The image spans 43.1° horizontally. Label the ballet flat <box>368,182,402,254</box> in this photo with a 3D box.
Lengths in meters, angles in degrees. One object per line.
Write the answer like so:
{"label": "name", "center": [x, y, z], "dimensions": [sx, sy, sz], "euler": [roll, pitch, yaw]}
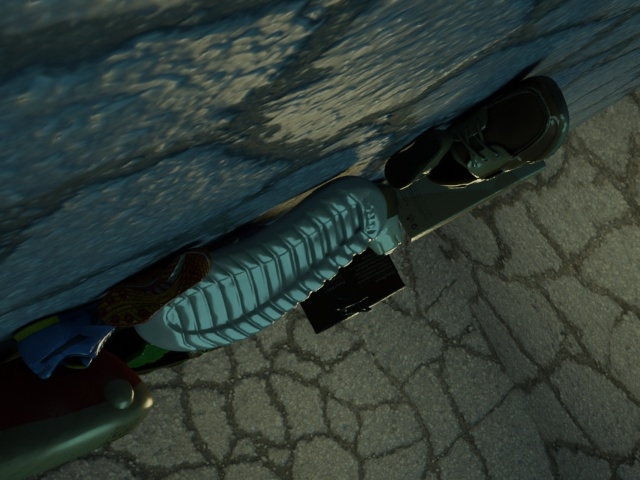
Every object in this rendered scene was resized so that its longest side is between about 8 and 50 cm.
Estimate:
{"label": "ballet flat", "center": [0.107, -0.030, 1.590], "dimensions": [0.116, 0.124, 0.342], "euler": [-27, 175, -2]}

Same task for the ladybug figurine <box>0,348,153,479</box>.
{"label": "ladybug figurine", "center": [-0.445, 0.265, 1.208], "dimensions": [0.449, 0.162, 0.305], "euler": [-24, 174, 26]}

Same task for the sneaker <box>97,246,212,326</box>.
{"label": "sneaker", "center": [-0.222, 0.067, 1.107], "dimensions": [0.175, 0.064, 0.067], "euler": [-26, -174, 3]}

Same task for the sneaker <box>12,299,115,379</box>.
{"label": "sneaker", "center": [-0.326, 0.134, 1.113], "dimensions": [0.069, 0.082, 0.209], "euler": [-32, 176, 26]}

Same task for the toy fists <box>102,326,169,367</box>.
{"label": "toy fists", "center": [-0.401, 0.218, 1.545], "dimensions": [0.279, 0.096, 0.142], "euler": [-28, 166, 15]}

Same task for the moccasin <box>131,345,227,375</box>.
{"label": "moccasin", "center": [-0.300, 0.205, 1.845], "dimensions": [0.380, 0.139, 0.147], "euler": [-19, -174, 11]}

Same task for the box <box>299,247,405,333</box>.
{"label": "box", "center": [0.043, 0.066, 1.791], "dimensions": [0.168, 0.203, 0.167], "euler": [-31, 175, 41]}

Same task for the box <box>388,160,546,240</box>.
{"label": "box", "center": [0.298, -0.124, 1.698], "dimensions": [0.311, 0.121, 0.148], "euler": [-28, 175, 6]}

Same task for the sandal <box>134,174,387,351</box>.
{"label": "sandal", "center": [-0.089, 0.035, 1.226], "dimensions": [0.416, 0.169, 0.102], "euler": [-28, -144, -1]}

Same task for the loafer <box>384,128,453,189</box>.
{"label": "loafer", "center": [0.153, -0.124, 1.244], "dimensions": [0.050, 0.056, 0.148], "euler": [-17, 170, -36]}

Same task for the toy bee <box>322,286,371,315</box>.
{"label": "toy bee", "center": [-0.068, 0.043, 1.412], "dimensions": [0.298, 0.162, 0.195], "euler": [-3, -176, 0]}

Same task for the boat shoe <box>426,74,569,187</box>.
{"label": "boat shoe", "center": [0.259, -0.147, 1.239], "dimensions": [0.116, 0.123, 0.324], "euler": [-24, 173, -20]}
